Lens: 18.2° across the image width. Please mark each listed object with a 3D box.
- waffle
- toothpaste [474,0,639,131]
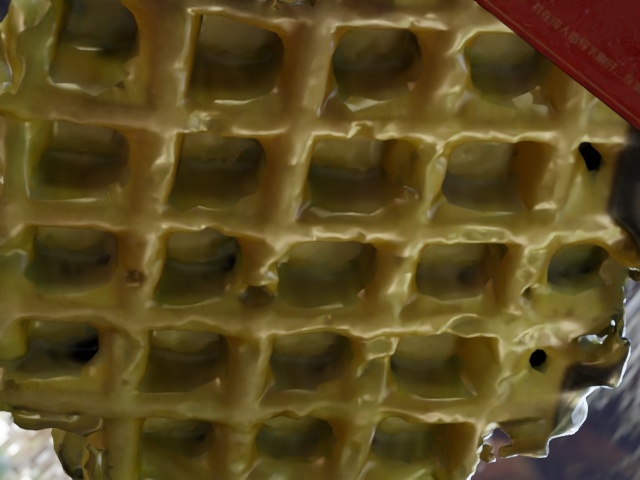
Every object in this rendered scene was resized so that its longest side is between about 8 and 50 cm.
[{"bbox_3d":[0.000,0.002,0.726,0.307,0.060,0.312,-22,-49,11],"label":"waffle"},{"bbox_3d":[0.143,-0.037,0.511,0.320,0.076,0.066,38,-48,-2],"label":"toothpaste"}]
